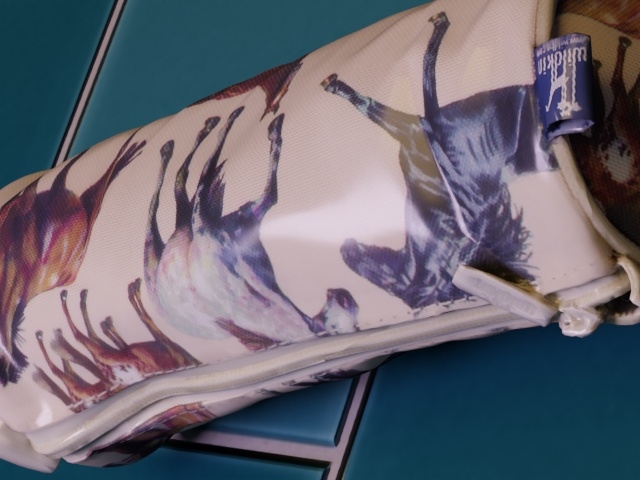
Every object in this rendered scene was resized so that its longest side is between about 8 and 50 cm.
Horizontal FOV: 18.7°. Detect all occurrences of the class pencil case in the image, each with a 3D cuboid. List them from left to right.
[{"bbox_3d":[0.000,0.000,0.918,0.410,0.160,0.183,-19,38,38],"label":"pencil case"}]
